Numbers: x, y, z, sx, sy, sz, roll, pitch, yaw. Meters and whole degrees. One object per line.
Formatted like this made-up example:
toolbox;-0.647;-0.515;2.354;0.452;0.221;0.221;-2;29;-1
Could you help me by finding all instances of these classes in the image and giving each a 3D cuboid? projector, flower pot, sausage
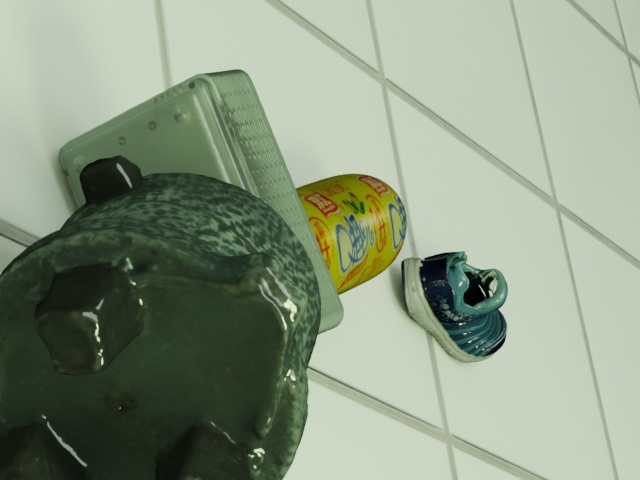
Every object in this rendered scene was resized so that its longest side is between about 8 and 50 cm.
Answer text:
projector;-0.116;-0.004;1.795;0.099;0.192;0.257;-16;83;-59
flower pot;-0.129;0.088;1.573;0.299;0.299;0.283;59;23;-16
sausage;0.000;0.000;2.084;0.347;0.123;0.123;-23;90;-63

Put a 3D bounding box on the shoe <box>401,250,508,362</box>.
shoe;0.180;0.077;2.386;0.207;0.106;0.091;43;36;-50
